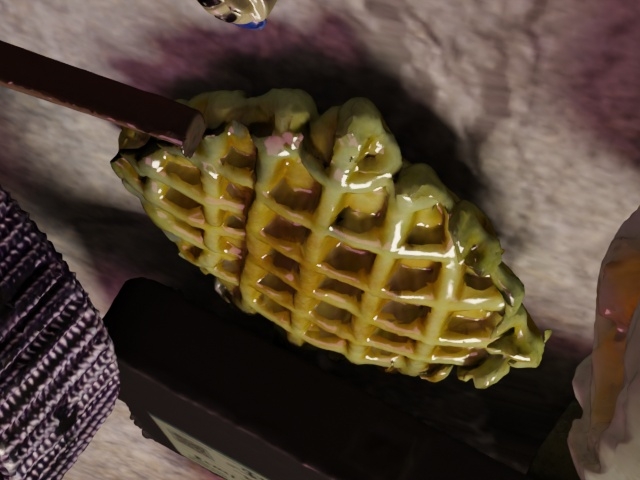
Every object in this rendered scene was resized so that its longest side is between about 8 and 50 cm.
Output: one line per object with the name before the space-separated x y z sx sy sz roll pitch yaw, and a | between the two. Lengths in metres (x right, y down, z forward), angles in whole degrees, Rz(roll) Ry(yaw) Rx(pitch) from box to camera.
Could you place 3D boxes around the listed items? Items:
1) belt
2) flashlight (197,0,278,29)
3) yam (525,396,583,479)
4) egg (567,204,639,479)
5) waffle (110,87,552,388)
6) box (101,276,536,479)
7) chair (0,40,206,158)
belt | -0.249 0.008 0.975 0.325 0.122 0.260 41 152 -2
flashlight | -0.014 -0.110 0.740 0.057 0.035 0.121 39 148 -28
yam | 0.193 0.142 0.983 0.169 0.068 0.068 31 157 24
egg | 0.213 0.060 0.727 0.217 0.183 0.183 14 152 0
waffle | 0.000 0.000 0.897 0.214 0.054 0.208 3 148 44
box | 0.042 0.143 1.034 0.350 0.058 0.211 26 165 15
chair | -0.168 -0.178 0.575 0.326 0.183 0.176 14 150 13
